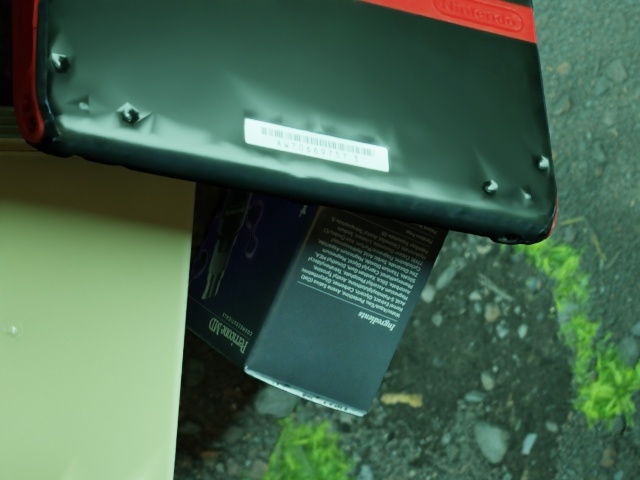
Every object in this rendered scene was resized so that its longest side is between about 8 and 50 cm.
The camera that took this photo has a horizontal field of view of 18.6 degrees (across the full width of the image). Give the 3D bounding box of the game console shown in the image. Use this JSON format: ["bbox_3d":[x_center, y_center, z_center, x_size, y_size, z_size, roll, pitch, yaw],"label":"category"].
[{"bbox_3d":[-0.022,-0.175,1.305,0.386,0.060,0.342,10,63,-27],"label":"game console"}]

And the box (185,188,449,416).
[{"bbox_3d":[0.000,0.000,1.408,0.108,0.153,0.207,23,91,-28],"label":"box"}]

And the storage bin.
[{"bbox_3d":[-0.225,0.047,1.330,0.260,0.123,0.262,0,103,-25],"label":"storage bin"}]
